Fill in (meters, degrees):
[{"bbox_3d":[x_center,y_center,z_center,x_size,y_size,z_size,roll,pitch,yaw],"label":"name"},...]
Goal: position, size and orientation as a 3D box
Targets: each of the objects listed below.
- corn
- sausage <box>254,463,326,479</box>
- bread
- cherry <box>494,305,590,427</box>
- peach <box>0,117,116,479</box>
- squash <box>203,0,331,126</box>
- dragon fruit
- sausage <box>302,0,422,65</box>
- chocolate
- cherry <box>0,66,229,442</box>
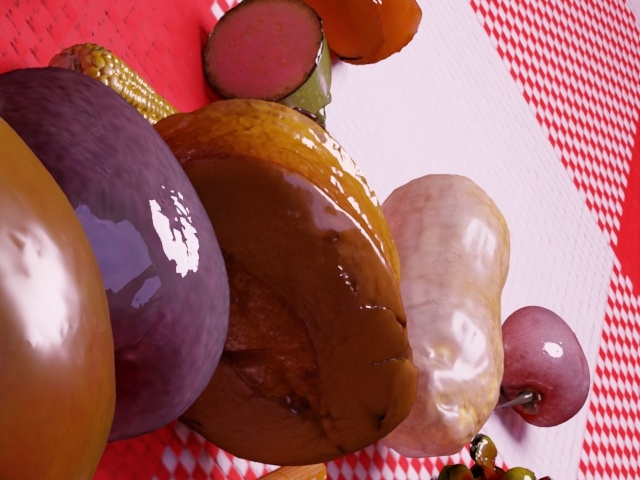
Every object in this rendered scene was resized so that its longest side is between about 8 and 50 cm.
[{"bbox_3d":[-0.122,-0.066,1.338,0.203,0.072,0.072,41,38,-45],"label":"corn"},{"bbox_3d":[-0.023,0.180,1.391,0.107,0.031,0.031,-14,85,-64],"label":"sausage"},{"bbox_3d":[-0.040,0.034,1.284,0.143,0.195,0.270,-88,155,-52],"label":"bread"},{"bbox_3d":[0.207,0.114,1.796,0.106,0.087,0.126,43,40,-48],"label":"cherry"},{"bbox_3d":[-0.240,0.045,0.823,0.308,0.307,0.332,44,17,-40],"label":"peach"},{"bbox_3d":[-0.023,-0.127,1.552,0.132,0.105,0.105,50,31,-57],"label":"squash"},{"bbox_3d":[0.147,0.237,1.591,0.175,0.138,0.142,-125,-150,-42],"label":"dragon fruit"},{"bbox_3d":[-0.020,-0.283,1.639,0.330,0.102,0.102,57,30,-26],"label":"sausage"},{"bbox_3d":[0.090,0.062,1.580,0.134,0.134,0.309,52,28,-30],"label":"chocolate"},{"bbox_3d":[-0.153,0.016,1.096,0.213,0.183,0.266,44,39,-47],"label":"cherry"}]
